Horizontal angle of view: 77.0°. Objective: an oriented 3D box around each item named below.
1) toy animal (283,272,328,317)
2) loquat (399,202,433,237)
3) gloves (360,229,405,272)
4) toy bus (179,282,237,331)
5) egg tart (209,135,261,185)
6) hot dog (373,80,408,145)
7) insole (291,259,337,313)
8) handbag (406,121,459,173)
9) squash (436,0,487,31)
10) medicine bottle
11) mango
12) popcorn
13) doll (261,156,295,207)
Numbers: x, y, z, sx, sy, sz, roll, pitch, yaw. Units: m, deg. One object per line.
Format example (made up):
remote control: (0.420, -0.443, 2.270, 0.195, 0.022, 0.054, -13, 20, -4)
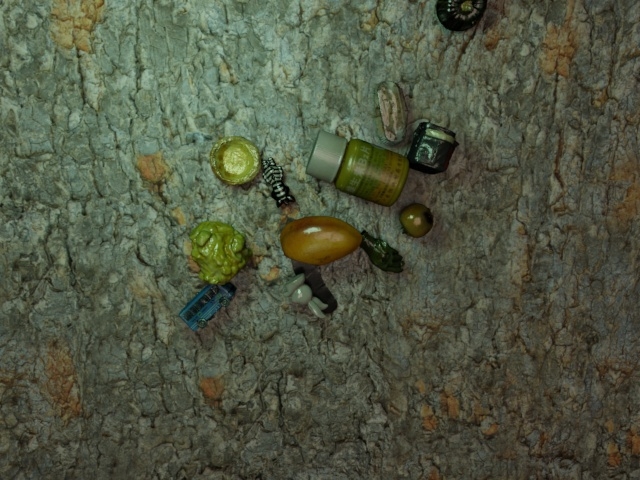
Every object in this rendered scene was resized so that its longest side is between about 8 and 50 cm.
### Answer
toy animal: (-0.071, 0.263, 1.791, 0.130, 0.104, 0.221, -31, 102, 9)
loquat: (0.417, -0.086, 1.753, 0.163, 0.137, 0.163, -8, 118, -14)
gloves: (0.268, 0.059, 1.790, 0.268, 0.107, 0.135, 33, 128, -13)
toy bus: (-0.489, 0.271, 1.757, 0.246, 0.113, 0.134, -44, 96, 6)
egg tart: (-0.351, -0.329, 1.660, 0.212, 0.090, 0.213, -1, 104, -6)
hot dog: (0.296, -0.532, 1.684, 0.144, 0.075, 0.268, -9, 99, -8)
insole: (-0.029, 0.184, 1.833, 0.118, 0.009, 0.349, -30, 102, 3)
handbag: (0.454, -0.372, 1.637, 0.181, 0.254, 0.182, 18, 97, 3)
squash: (0.557, -0.929, 1.588, 0.193, 0.156, 0.193, 7, 112, 17)
medicine bottle: (0.146, -0.297, 1.642, 0.383, 0.224, 0.225, 18, 99, -7)
mango: (0.000, 0.000, 1.691, 0.349, 0.199, 0.201, -5, 68, 13)
popcorn: (-0.417, 0.035, 1.657, 0.234, 0.242, 0.250, -16, 115, 14)
doll: (-0.184, -0.242, 1.705, 0.090, 0.067, 0.220, -22, 97, 3)
